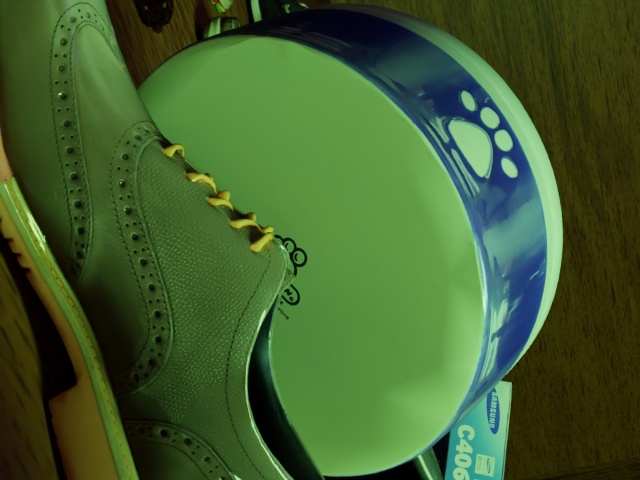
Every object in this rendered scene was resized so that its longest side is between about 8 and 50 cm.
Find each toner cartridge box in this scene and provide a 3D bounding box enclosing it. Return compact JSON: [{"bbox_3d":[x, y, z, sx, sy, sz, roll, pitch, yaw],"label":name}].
[{"bbox_3d":[0.164,0.299,1.328,0.348,0.075,0.165,112,-12,-69],"label":"toner cartridge box"}]

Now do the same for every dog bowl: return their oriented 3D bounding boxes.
[{"bbox_3d":[0.000,0.000,0.580,0.104,0.264,0.265,-31,110,-51],"label":"dog bowl"}]

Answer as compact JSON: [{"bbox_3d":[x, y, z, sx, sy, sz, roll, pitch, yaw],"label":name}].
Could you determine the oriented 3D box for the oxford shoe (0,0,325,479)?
[{"bbox_3d":[-0.085,-0.007,0.515,0.130,0.132,0.364,-58,134,-77],"label":"oxford shoe"}]

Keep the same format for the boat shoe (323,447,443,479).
[{"bbox_3d":[0.040,0.251,0.812,0.156,0.186,0.501,-37,109,-75],"label":"boat shoe"}]

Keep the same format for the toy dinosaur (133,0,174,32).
[{"bbox_3d":[-0.129,-0.305,0.683,0.322,0.164,0.218,57,-13,13],"label":"toy dinosaur"}]

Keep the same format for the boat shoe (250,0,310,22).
[{"bbox_3d":[-0.041,-0.265,1.321,0.114,0.091,0.303,67,13,-48],"label":"boat shoe"}]

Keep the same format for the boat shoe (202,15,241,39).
[{"bbox_3d":[-0.048,-0.125,1.053,0.095,0.095,0.258,-88,163,-59],"label":"boat shoe"}]

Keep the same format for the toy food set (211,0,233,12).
[{"bbox_3d":[-0.119,-0.301,1.109,0.083,0.020,0.083,49,30,-73],"label":"toy food set"}]
